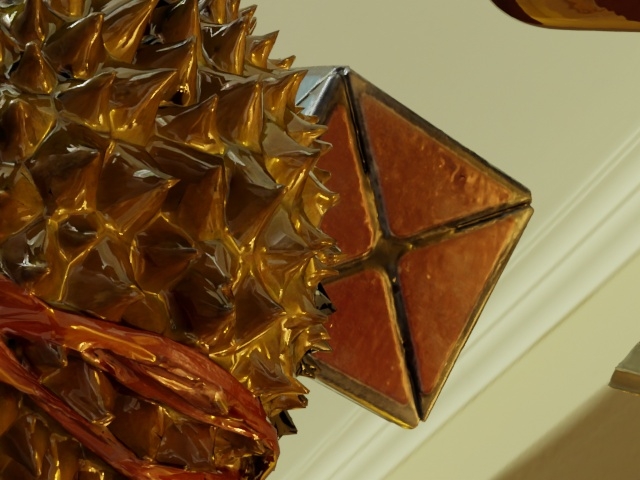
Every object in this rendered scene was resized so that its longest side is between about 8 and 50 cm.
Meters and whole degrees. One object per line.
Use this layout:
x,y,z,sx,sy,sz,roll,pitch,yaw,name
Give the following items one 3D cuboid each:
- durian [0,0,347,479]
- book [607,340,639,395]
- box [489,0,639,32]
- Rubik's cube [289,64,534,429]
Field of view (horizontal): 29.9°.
-0.157,0.007,0.583,0.347,0.347,0.384,-5,-91,35,durian
0.426,0.110,1.043,0.289,0.201,0.026,14,-58,33,book
0.306,-0.244,0.862,0.404,0.108,0.263,1,-24,-3,box
0.000,0.000,1.152,0.255,0.259,0.260,32,-11,-24,Rubik's cube
